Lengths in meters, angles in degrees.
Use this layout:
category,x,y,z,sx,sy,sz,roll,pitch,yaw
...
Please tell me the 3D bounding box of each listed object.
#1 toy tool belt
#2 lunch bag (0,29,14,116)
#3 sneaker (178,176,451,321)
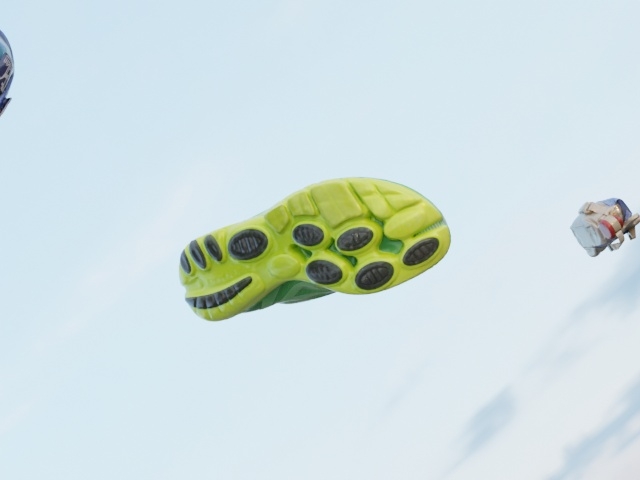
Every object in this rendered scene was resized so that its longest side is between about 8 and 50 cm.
category,x,y,z,sx,sy,sz,roll,pitch,yaw
toy tool belt,0.260,-0.019,1.712,0.051,0.052,0.083,-34,2,-16
lunch bag,-0.322,-0.121,1.291,0.090,0.219,0.176,-42,17,37
sneaker,0.000,0.000,1.754,0.295,0.109,0.123,-12,5,39
